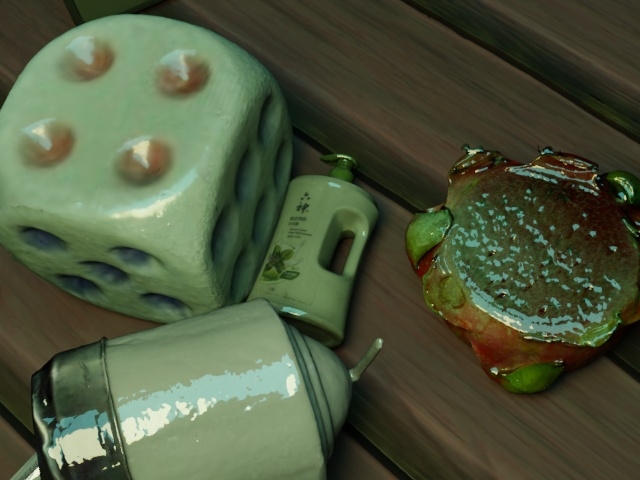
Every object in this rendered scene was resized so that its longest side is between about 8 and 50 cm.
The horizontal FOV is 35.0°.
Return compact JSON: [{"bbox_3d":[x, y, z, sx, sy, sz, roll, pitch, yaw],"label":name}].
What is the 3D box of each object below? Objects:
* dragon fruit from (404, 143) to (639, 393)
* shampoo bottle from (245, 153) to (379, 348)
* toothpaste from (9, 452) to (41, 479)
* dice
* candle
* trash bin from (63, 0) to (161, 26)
[{"bbox_3d":[0.240,0.025,1.103,0.295,0.130,0.268,22,67,20],"label":"dragon fruit"},{"bbox_3d":[0.000,0.000,1.180,0.118,0.087,0.234,13,64,10],"label":"shampoo bottle"},{"bbox_3d":[-0.311,0.266,1.102,0.196,0.047,0.040,-47,108,-16],"label":"toothpaste"},{"bbox_3d":[-0.192,-0.075,1.150,0.263,0.264,0.268,11,63,14],"label":"dice"},{"bbox_3d":[-0.111,0.181,1.019,0.343,0.221,0.221,-14,60,-10],"label":"candle"},{"bbox_3d":[-0.317,-0.494,1.468,0.223,0.158,0.343,-25,55,-6],"label":"trash bin"}]
